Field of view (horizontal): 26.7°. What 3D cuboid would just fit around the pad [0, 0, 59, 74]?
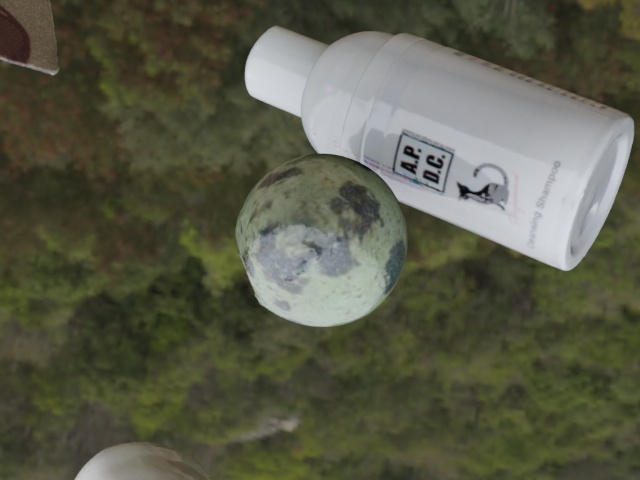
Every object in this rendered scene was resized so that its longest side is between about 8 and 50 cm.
[{"bbox_3d":[-0.323,-0.235,0.879,0.330,0.220,0.004,12,144,-42],"label":"pad"}]

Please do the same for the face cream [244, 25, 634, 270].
[{"bbox_3d":[0.077,-0.106,1.193,0.369,0.145,0.145,22,162,21],"label":"face cream"}]

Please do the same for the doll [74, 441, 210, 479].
[{"bbox_3d":[0.049,0.225,0.583,0.423,0.161,0.348,22,-158,24],"label":"doll"}]

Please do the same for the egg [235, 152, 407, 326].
[{"bbox_3d":[0.000,0.000,1.085,0.141,0.141,0.181,8,177,8],"label":"egg"}]
